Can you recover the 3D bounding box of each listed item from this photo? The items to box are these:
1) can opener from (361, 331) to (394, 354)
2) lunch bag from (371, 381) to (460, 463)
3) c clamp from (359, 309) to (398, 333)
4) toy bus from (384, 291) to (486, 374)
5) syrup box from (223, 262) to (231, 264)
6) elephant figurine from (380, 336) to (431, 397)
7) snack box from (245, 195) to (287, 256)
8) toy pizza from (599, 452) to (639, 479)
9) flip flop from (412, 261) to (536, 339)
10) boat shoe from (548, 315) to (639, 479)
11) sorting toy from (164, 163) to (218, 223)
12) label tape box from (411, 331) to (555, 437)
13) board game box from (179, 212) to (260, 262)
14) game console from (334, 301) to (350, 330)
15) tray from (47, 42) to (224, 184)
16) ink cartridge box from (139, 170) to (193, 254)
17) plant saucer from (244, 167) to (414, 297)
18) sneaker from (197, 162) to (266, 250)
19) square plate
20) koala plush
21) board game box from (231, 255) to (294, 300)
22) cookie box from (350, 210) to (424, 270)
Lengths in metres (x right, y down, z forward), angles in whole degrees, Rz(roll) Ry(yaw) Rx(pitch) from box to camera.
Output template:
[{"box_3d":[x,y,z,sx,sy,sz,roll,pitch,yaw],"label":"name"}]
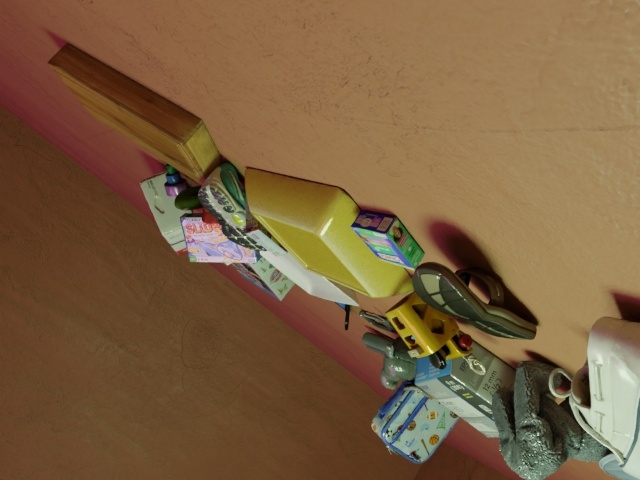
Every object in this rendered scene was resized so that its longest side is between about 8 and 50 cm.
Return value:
[{"box_3d":[0.250,0.389,1.682,0.283,0.095,0.076,13,153,41],"label":"can opener"},{"box_3d":[0.323,0.582,1.710,0.243,0.303,0.115,42,173,-23],"label":"lunch bag"},{"box_3d":[0.173,0.244,1.571,0.137,0.022,0.161,36,164,-21],"label":"c clamp"},{"box_3d":[0.223,0.197,1.053,0.202,0.104,0.191,27,141,45],"label":"toy bus"},{"box_3d":[-0.295,-0.001,1.542,0.237,0.096,0.093,13,130,64],"label":"syrup box"},{"box_3d":[0.308,0.384,1.492,0.239,0.169,0.186,21,-157,21],"label":"elephant figurine"},{"box_3d":[-0.126,-0.035,1.204,0.037,0.100,0.141,-17,150,18],"label":"snack box"},{"box_3d":[0.610,0.395,0.915,0.201,0.032,0.201,7,144,5],"label":"toy pizza"},{"box_3d":[0.257,0.091,0.830,0.277,0.080,0.112,27,166,-28],"label":"flip flop"},{"box_3d":[0.418,0.222,0.738,0.156,0.136,0.367,23,157,40],"label":"boat shoe"},{"box_3d":[-0.338,-0.155,1.396,0.366,0.127,0.126,24,132,45],"label":"sorting toy"},{"box_3d":[0.343,0.336,1.252,0.348,0.115,0.249,34,158,4],"label":"label tape box"},{"box_3d":[-0.270,-0.008,1.380,0.201,0.035,0.136,0,115,16],"label":"board game box"},{"box_3d":[0.061,0.232,1.685,0.071,0.107,0.122,5,161,5],"label":"game console"},{"box_3d":[-0.417,-0.281,1.182,0.411,0.076,0.203,31,164,17],"label":"tray"},{"box_3d":[-0.481,-0.087,1.690,0.197,0.114,0.273,63,169,10],"label":"ink cartridge box"},{"box_3d":[0.000,0.000,1.097,0.333,0.081,0.333,20,158,48],"label":"plant saucer"},{"box_3d":[-0.185,-0.069,1.233,0.107,0.110,0.275,7,145,26],"label":"sneaker"},{"box_3d":[-0.074,0.059,1.497,0.347,0.049,0.344,41,164,-19],"label":"square plate"},{"box_3d":[0.478,0.370,0.995,0.221,0.203,0.196,9,140,-2],"label":"koala plush"},{"box_3d":[-0.242,0.069,1.808,0.224,0.097,0.303,28,163,32],"label":"board game box"},{"box_3d":[0.119,0.000,0.904,0.092,0.040,0.107,15,155,52],"label":"cookie box"}]
